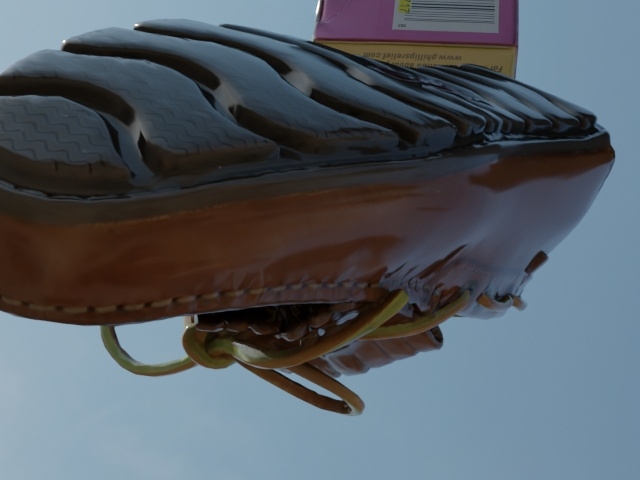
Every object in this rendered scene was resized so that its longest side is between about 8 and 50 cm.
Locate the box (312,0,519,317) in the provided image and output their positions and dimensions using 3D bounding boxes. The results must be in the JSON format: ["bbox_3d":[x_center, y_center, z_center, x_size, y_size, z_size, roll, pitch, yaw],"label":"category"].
[{"bbox_3d":[0.067,-0.107,0.938,0.117,0.213,0.243,3,-42,5],"label":"box"}]

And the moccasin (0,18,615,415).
[{"bbox_3d":[-0.003,-0.001,0.554,0.139,0.380,0.147,25,-76,20],"label":"moccasin"}]
